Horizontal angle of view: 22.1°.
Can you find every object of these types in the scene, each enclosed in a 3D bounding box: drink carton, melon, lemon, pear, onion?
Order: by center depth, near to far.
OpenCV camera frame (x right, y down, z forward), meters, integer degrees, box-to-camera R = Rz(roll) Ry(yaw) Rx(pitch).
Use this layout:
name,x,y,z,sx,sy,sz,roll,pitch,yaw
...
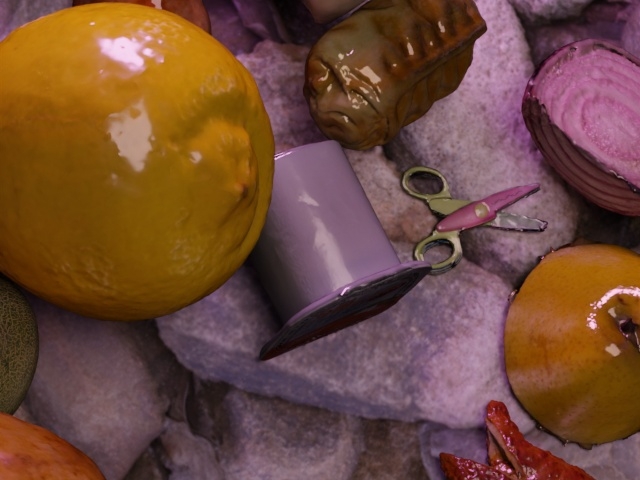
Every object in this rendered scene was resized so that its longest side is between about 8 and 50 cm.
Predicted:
name,x,y,z,sx,sy,sz,roll,pitch,yaw
melon,-0.355,0.110,1.664,0.139,0.139,0.192,14,71,-18
lemon,-0.213,-0.081,1.668,0.348,0.348,0.348,6,73,-20
drink carton,0.000,0.000,1.818,0.185,0.191,0.189,-17,75,-23
pear,0.362,0.111,1.930,0.267,0.178,0.267,6,76,-24
onion,0.363,-0.127,2.041,0.250,0.111,0.247,42,42,5

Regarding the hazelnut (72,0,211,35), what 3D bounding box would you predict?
name,x,y,z,sx,sy,sz,roll,pitch,yaw
hazelnut,-0.202,-0.253,1.842,0.150,0.150,0.150,6,73,-20

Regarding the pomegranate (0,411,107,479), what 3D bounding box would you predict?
name,x,y,z,sx,sy,sz,roll,pitch,yaw
pomegranate,-0.368,0.333,1.497,0.410,0.410,0.410,6,73,-20

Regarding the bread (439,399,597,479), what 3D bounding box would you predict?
name,x,y,z,sx,sy,sz,roll,pitch,yaw
bread,0.265,0.304,1.880,0.269,0.095,0.139,43,57,-1

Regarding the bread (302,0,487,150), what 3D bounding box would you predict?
name,x,y,z,sx,sy,sz,roll,pitch,yaw
bread,0.078,-0.205,1.898,0.268,0.130,0.152,-40,110,-47

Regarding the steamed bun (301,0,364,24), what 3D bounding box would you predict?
name,x,y,z,sx,sy,sz,roll,pitch,yaw
steamed bun,0.013,-0.405,1.868,0.207,0.268,0.280,-32,82,2

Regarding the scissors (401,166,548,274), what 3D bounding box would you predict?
name,x,y,z,sx,sy,sz,roll,pitch,yaw
scissors,0.190,-0.032,1.985,0.187,0.020,0.133,-7,81,-21
